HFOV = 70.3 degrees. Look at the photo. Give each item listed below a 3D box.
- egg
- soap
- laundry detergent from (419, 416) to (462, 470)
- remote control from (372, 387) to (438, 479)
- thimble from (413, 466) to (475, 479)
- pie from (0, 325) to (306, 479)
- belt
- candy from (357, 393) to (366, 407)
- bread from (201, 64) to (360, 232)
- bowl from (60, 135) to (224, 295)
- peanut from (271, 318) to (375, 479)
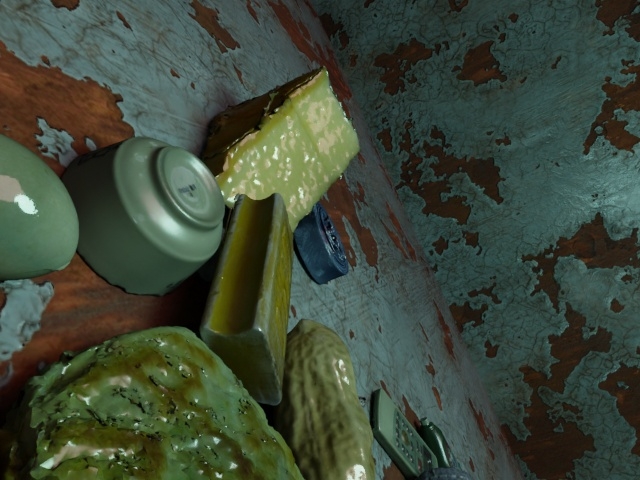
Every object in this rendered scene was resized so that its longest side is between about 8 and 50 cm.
[{"bbox_3d":[-0.272,-0.027,0.372,0.152,0.114,0.114,48,26,-34],"label":"egg"},{"bbox_3d":[-0.093,0.073,0.655,0.274,0.089,0.173,-89,175,-50],"label":"soap"},{"bbox_3d":[0.318,0.564,1.201,0.210,0.063,0.137,64,18,5],"label":"laundry detergent"},{"bbox_3d":[0.196,0.470,1.043,0.285,0.038,0.123,57,22,-19],"label":"remote control"},{"bbox_3d":[0.269,0.562,0.962,0.150,0.150,0.098,56,17,-21],"label":"thimble"},{"bbox_3d":[-0.104,0.272,0.355,0.395,0.180,0.418,56,15,-16],"label":"pie"},{"bbox_3d":[0.000,0.000,1.048,0.190,0.082,0.141,69,15,7],"label":"belt"},{"bbox_3d":[0.054,0.357,0.812,0.094,0.051,0.226,52,24,-23],"label":"candy"},{"bbox_3d":[-0.052,-0.168,0.874,0.248,0.279,0.315,58,8,-35],"label":"bread"},{"bbox_3d":[-0.201,-0.045,0.578,0.211,0.112,0.211,49,25,-32],"label":"bowl"},{"bbox_3d":[-0.005,0.264,0.663,0.159,0.143,0.291,100,-17,-44],"label":"peanut"}]
